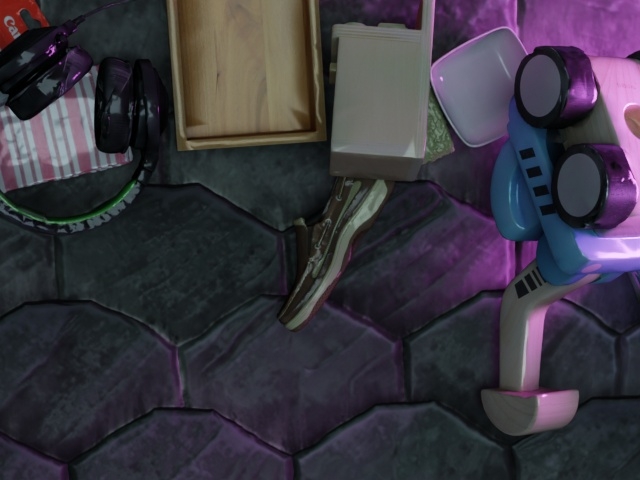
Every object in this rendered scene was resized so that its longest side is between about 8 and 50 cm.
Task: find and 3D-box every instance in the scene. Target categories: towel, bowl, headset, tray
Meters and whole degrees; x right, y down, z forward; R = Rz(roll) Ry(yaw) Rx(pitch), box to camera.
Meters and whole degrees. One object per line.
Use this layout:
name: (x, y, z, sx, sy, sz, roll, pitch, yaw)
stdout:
towel: (-0.366, -0.152, 1.662, 0.197, 0.029, 0.144, -14, 99, -5)
bowl: (0.230, -0.215, 1.717, 0.142, 0.053, 0.142, -29, 100, -3)
towel: (0.119, -0.171, 1.722, 0.110, 0.027, 0.148, -26, 99, -4)
headset: (-0.298, -0.197, 1.552, 0.243, 0.185, 0.394, 22, 88, -17)
tray: (-0.108, -0.334, 1.645, 0.203, 0.076, 0.411, -5, 98, -8)

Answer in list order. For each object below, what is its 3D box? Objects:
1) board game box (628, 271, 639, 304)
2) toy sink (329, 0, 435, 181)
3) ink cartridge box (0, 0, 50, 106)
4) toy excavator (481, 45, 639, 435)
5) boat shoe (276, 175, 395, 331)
board game box: (0.538, 0.173, 1.731, 0.046, 0.213, 0.317, -24, 101, -3)
toy sink: (0.075, -0.210, 1.620, 0.131, 0.153, 0.234, 5, 82, 0)
ink cartridge box: (-0.444, -0.251, 1.618, 0.179, 0.045, 0.145, -31, 91, -2)
toy excavator: (0.336, 0.007, 1.676, 0.222, 0.445, 0.433, -4, 67, -29)
boat shoe: (-0.001, 0.000, 1.704, 0.095, 0.095, 0.257, 33, 82, -6)
